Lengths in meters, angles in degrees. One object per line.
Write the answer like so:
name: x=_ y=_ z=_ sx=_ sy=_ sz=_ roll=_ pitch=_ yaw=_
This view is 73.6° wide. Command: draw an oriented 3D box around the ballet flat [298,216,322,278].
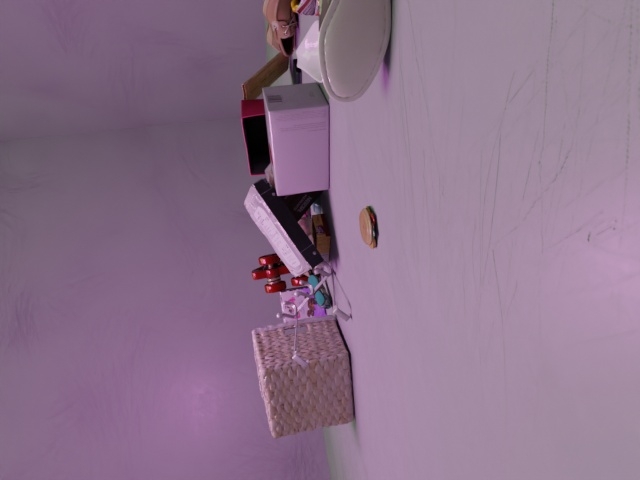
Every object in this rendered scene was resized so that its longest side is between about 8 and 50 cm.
ballet flat: x=-0.033 y=0.043 z=1.792 sx=0.106 sy=0.108 sz=0.315 roll=46 pitch=154 yaw=42

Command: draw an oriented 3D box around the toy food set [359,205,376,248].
toy food set: x=0.102 y=-0.030 z=0.914 sx=0.083 sy=0.020 sz=0.082 roll=-105 pitch=11 yaw=-46

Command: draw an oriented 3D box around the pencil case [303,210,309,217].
pencil case: x=-0.085 y=-0.073 z=2.034 sx=0.098 sy=0.095 sz=0.209 roll=37 pitch=139 yaw=57

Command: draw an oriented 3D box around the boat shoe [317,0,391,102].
boat shoe: x=0.047 y=-0.371 z=0.648 sx=0.091 sy=0.109 sz=0.304 roll=-108 pitch=18 yaw=-56

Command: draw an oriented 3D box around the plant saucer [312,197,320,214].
plant saucer: x=-0.020 y=-0.156 z=1.691 sx=0.119 sy=0.022 sz=0.119 roll=172 pitch=90 yaw=-82

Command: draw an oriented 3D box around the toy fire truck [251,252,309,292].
toy fire truck: x=-0.170 y=0.130 z=2.026 sx=0.254 sy=0.303 sz=0.169 roll=-152 pitch=50 yaw=-84

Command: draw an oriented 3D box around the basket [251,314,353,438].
basket: x=-0.065 y=0.497 z=1.575 sx=0.266 sy=0.329 sz=0.330 roll=-121 pitch=24 yaw=-66

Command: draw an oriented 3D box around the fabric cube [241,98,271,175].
fabric cube: x=-0.196 y=-0.454 z=1.822 sx=0.258 sy=0.255 sz=0.258 roll=-106 pitch=10 yaw=-56

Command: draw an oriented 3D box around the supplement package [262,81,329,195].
supplement package: x=-0.074 y=-0.313 z=1.341 sx=0.177 sy=0.176 sz=0.292 roll=-107 pitch=12 yaw=-47

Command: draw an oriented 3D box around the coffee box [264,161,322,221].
coffee box: x=-0.110 y=-0.232 z=1.644 sx=0.168 sy=0.119 sz=0.297 roll=-48 pitch=33 yaw=24

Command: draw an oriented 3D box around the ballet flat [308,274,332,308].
ballet flat: x=0.000 y=0.216 z=1.765 sx=0.188 sy=0.070 sz=0.070 roll=-115 pitch=18 yaw=-50

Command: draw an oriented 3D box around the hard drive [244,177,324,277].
hard drive: x=-0.138 y=-0.034 z=1.486 sx=0.338 sy=0.064 sz=0.237 roll=56 pitch=159 yaw=0

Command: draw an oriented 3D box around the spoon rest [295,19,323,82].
spoon rest: x=-0.013 y=-0.465 z=1.077 sx=0.276 sy=0.084 sz=0.137 roll=-118 pitch=21 yaw=-72

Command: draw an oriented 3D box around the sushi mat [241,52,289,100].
sushi mat: x=-0.239 y=-0.730 z=1.901 sx=0.019 sy=0.316 sz=0.151 roll=34 pitch=156 yaw=10

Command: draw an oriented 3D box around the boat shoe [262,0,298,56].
boat shoe: x=-0.129 y=-0.802 z=1.558 sx=0.110 sy=0.121 sz=0.341 roll=44 pitch=173 yaw=2

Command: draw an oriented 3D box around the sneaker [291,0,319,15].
sneaker: x=-0.032 y=-0.635 z=0.997 sx=0.225 sy=0.093 sz=0.087 roll=92 pitch=167 yaw=-51

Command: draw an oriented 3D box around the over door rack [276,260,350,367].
over door rack: x=-0.038 y=0.225 z=1.461 sx=0.239 sy=0.108 sz=0.324 roll=-51 pitch=25 yaw=16

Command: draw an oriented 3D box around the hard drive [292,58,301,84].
hard drive: x=-0.093 y=-0.642 z=1.716 sx=0.135 sy=0.022 sz=0.094 roll=93 pitch=167 yaw=-56

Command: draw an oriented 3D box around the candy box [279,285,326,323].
candy box: x=-0.080 y=0.295 z=1.953 sx=0.070 sy=0.197 sz=0.164 roll=-173 pitch=74 yaw=-83

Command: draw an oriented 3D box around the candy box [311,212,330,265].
candy box: x=0.000 y=0.000 z=1.592 sx=0.186 sy=0.053 sz=0.109 roll=94 pitch=165 yaw=-54
